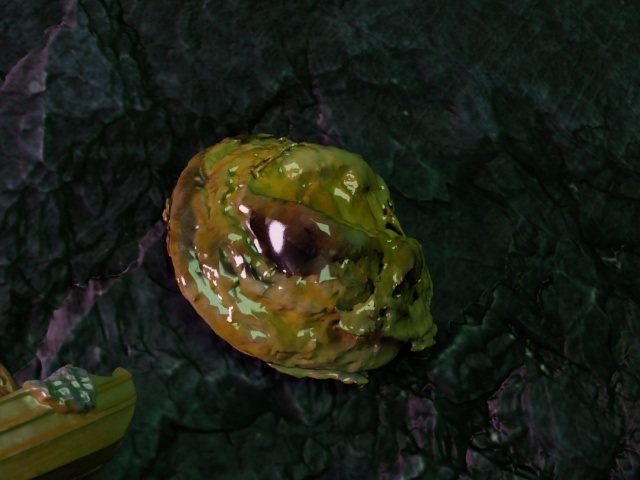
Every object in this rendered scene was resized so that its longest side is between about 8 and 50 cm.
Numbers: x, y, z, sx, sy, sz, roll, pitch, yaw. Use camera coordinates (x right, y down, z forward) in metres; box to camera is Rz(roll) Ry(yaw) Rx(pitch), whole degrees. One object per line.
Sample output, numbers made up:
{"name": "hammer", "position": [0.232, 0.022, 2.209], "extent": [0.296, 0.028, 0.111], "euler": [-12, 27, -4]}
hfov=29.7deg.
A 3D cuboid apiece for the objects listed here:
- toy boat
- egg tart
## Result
{"name": "toy boat", "position": [-0.281, 0.156, 0.897], "extent": [0.310, 0.089, 0.115], "euler": [-21, 68, -37]}
{"name": "egg tart", "position": [0.000, 0.000, 1.140], "extent": [0.297, 0.132, 0.297], "euler": [19, 48, -22]}
